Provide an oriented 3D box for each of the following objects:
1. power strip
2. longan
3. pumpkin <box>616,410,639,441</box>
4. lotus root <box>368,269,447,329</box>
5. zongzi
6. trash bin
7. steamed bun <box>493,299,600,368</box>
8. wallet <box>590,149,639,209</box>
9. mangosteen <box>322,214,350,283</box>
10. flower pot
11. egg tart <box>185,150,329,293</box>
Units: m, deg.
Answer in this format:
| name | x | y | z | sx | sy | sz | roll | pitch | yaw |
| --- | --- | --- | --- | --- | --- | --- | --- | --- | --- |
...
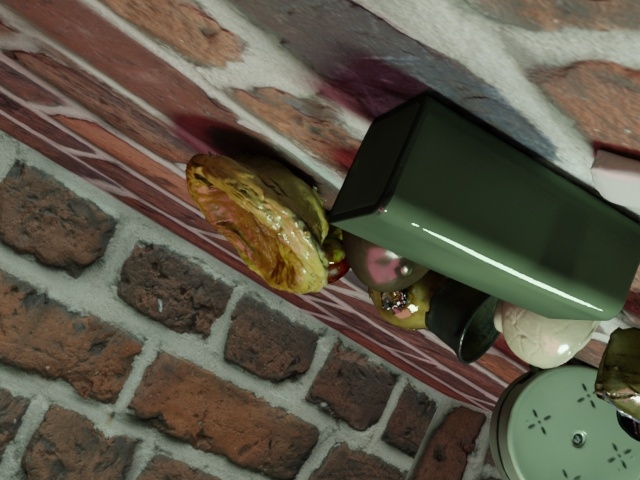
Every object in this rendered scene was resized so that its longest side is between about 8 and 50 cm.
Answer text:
| name | x | y | z | sx | sy | sz | roll | pitch | yaw |
| --- | --- | --- | --- | --- | --- | --- | --- | --- | --- |
| power strip | 0.562 | 0.443 | 2.303 | 0.358 | 0.357 | 0.161 | 27 | 169 | -3 |
| longan | 0.114 | -0.009 | 1.563 | 0.189 | 0.189 | 0.189 | 25 | 170 | 5 |
| pumpkin | 0.721 | 0.383 | 2.112 | 0.202 | 0.140 | 0.202 | 28 | 170 | 5 |
| lotus root | 0.180 | 0.107 | 2.025 | 0.160 | 0.146 | 0.284 | 3 | 178 | 19 |
| zongzi | 0.622 | 0.234 | 1.474 | 0.356 | 0.174 | 0.393 | 23 | 171 | -7 |
| trash bin | 0.210 | -0.022 | 1.283 | 0.344 | 0.158 | 0.223 | 28 | 170 | -13 |
| steamed bun | 0.343 | 0.096 | 1.510 | 0.131 | 0.177 | 0.228 | 38 | 174 | 2 |
| wallet | 0.380 | -0.050 | 1.075 | 0.190 | 0.033 | 0.095 | 18 | 166 | 34 |
| mangosteen | 0.007 | 0.000 | 2.033 | 0.146 | 0.181 | 0.156 | -21 | -131 | -42 |
| flower pot | 0.267 | 0.138 | 1.866 | 0.107 | 0.157 | 0.157 | 31 | 174 | 34 |
| egg tart | -0.097 | -0.051 | 1.859 | 0.352 | 0.150 | 0.352 | 36 | 159 | 16 |
